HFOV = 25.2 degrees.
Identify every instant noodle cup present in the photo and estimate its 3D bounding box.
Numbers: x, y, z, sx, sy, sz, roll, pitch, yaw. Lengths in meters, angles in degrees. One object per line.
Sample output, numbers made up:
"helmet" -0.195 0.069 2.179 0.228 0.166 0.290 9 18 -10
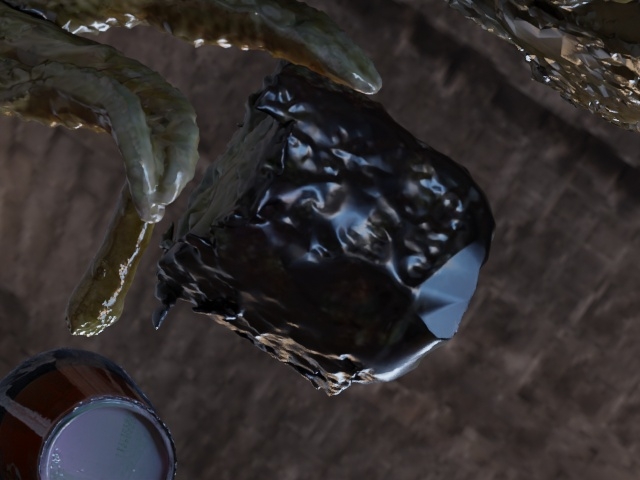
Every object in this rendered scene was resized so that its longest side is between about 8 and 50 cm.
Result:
"instant noodle cup" -0.152 0.138 0.931 0.127 0.127 0.135 -55 -162 -12

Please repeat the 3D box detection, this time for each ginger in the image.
"ginger" -0.261 0.000 1.900 0.299 0.065 0.118 -65 171 21

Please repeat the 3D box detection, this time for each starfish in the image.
"starfish" -0.160 -0.124 0.562 0.094 0.375 0.327 106 -10 -49

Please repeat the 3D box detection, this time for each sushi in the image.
"sushi" -0.001 -0.002 1.553 0.299 0.294 0.281 -44 -159 50

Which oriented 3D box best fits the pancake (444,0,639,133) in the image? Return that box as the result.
"pancake" 0.057 -0.182 0.577 0.082 0.387 0.387 -46 175 -4
